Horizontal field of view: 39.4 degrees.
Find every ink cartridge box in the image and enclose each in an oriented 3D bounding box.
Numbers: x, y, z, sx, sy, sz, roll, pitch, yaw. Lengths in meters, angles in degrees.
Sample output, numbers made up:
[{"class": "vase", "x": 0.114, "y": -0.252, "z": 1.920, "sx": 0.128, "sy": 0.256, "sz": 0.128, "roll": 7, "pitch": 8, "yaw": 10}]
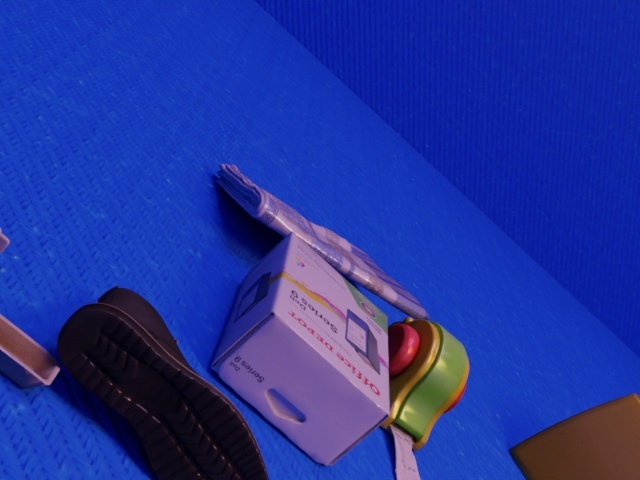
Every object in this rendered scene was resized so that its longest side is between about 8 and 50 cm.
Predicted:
[{"class": "ink cartridge box", "x": -0.012, "y": 0.103, "z": 0.911, "sx": 0.154, "sy": 0.093, "sz": 0.212, "roll": 43, "pitch": 19, "yaw": -11}]

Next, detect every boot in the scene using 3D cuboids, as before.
[{"class": "boot", "x": -0.112, "y": 0.115, "z": 0.705, "sx": 0.198, "sy": 0.077, "sz": 0.137, "roll": 54, "pitch": 1, "yaw": -9}]

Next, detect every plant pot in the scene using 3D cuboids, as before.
[{"class": "plant pot", "x": 0.433, "y": 0.335, "z": 1.247, "sx": 0.212, "sy": 0.187, "sz": 0.212, "roll": 26, "pitch": 27, "yaw": -47}]

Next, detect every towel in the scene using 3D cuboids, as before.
[{"class": "towel", "x": 0.000, "y": 0.000, "z": 1.164, "sx": 0.285, "sy": 0.034, "sz": 0.209, "roll": 33, "pitch": 4, "yaw": -25}]

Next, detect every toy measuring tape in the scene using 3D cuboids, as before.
[{"class": "toy measuring tape", "x": 0.123, "y": 0.181, "z": 1.007, "sx": 0.121, "sy": 0.121, "sz": 0.330, "roll": 38, "pitch": 19, "yaw": -22}]

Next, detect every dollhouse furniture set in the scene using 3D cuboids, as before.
[{"class": "dollhouse furniture set", "x": -0.210, "y": 0.035, "z": 0.625, "sx": 0.114, "sy": 0.081, "sz": 0.091, "roll": 42, "pitch": 18, "yaw": -12}]
